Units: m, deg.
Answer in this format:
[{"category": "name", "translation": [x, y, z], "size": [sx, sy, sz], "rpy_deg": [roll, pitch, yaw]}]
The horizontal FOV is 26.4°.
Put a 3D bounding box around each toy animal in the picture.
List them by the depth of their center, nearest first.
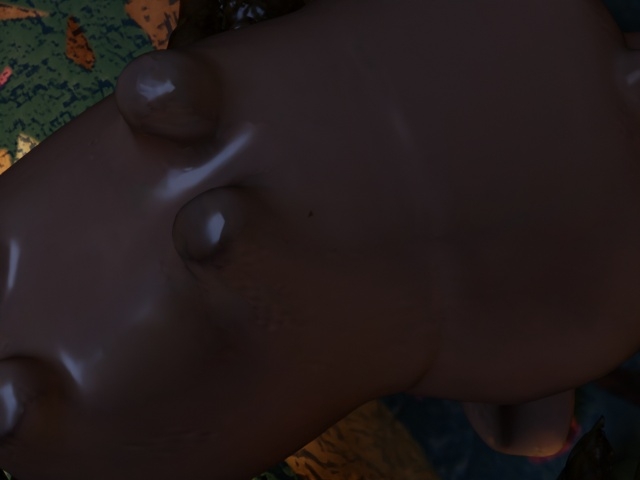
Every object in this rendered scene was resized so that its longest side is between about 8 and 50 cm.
[{"category": "toy animal", "translation": [0.000, 0.000, 0.582], "size": [0.326, 0.269, 0.237], "rpy_deg": [-26, 77, 22]}]

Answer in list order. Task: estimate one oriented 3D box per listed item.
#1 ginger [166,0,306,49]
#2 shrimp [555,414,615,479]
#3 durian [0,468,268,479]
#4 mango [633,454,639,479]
[{"category": "ginger", "translation": [-0.042, -0.079, 0.736], "size": [0.103, 0.073, 0.162], "rpy_deg": [-4, 87, 35]}, {"category": "shrimp", "translation": [0.098, 0.140, 0.575], "size": [0.052, 0.187, 0.132], "rpy_deg": [2, 85, 8]}, {"category": "durian", "translation": [-0.098, 0.262, 0.608], "size": [0.347, 0.347, 0.384], "rpy_deg": [-29, 40, 32]}, {"category": "mango", "translation": [0.202, 0.126, 0.529], "size": [0.167, 0.130, 0.262], "rpy_deg": [-14, 77, 40]}]
